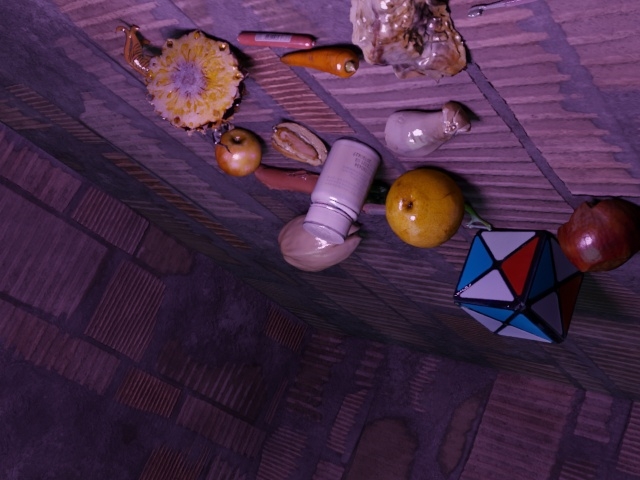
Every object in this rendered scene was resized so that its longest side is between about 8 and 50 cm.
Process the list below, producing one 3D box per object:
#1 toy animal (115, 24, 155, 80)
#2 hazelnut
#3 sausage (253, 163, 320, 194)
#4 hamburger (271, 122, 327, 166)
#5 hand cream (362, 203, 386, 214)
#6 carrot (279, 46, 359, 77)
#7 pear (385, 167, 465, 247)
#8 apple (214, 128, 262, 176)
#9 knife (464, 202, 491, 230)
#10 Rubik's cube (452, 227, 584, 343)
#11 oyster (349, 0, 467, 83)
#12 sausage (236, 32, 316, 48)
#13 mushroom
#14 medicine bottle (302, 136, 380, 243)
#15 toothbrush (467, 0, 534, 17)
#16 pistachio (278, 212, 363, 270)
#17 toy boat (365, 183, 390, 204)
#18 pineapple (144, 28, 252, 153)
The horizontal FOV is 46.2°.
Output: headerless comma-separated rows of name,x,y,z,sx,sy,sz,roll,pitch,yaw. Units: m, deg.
toy animal,-0.430,-0.459,1.930,0.241,0.099,0.056,33,161,-31
hazelnut,0.661,-0.013,1.754,0.201,0.161,0.170,-36,141,28
sausage,-0.097,-0.190,2.347,0.304,0.078,0.078,13,160,32
hamburger,-0.070,-0.269,2.065,0.176,0.087,0.102,23,176,-21
hand cream,0.216,-0.096,2.274,0.209,0.043,0.067,6,158,34
carrot,-0.003,-0.395,1.640,0.256,0.061,0.061,22,167,47
pear,0.263,-0.083,1.929,0.208,0.209,0.209,22,163,7
apple,-0.244,-0.256,2.219,0.146,0.146,0.146,22,163,7
knife,0.416,-0.073,2.087,0.078,0.023,0.166,2,155,36
Rubik's cube,0.560,0.127,2.118,0.246,0.250,0.248,36,158,-35
oyster,0.143,-0.379,1.389,0.201,0.107,0.354,9,158,31
sausage,-0.101,-0.441,1.654,0.223,0.029,0.029,13,160,33
mushroom,0.241,-0.243,1.689,0.225,0.093,0.116,8,137,56
medicine bottle,0.054,-0.130,1.998,0.143,0.258,0.143,22,164,7
toothbrush,0.323,-0.395,1.241,0.194,0.017,0.014,1,158,47
pistachio,0.000,0.000,2.601,0.331,0.208,0.226,-11,-172,40
toy boat,0.144,-0.136,2.218,0.210,0.052,0.104,7,159,43
pineapple,-0.280,-0.356,1.890,0.262,0.263,0.272,22,175,8
